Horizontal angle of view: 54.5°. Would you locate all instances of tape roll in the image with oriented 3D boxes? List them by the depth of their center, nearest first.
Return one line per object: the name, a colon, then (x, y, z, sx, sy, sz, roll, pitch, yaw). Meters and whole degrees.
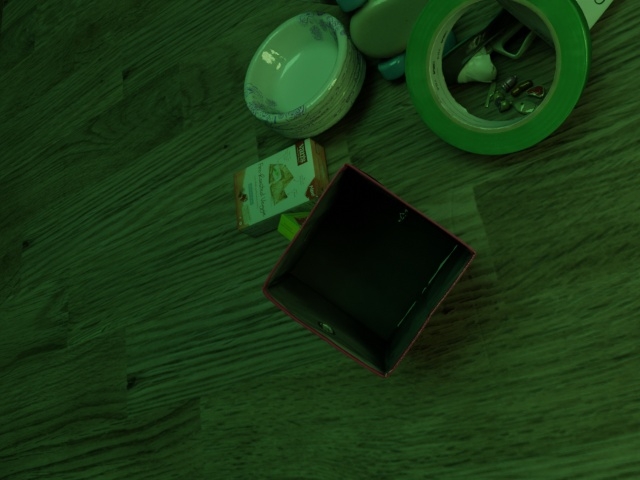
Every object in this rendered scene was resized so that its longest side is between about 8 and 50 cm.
tape roll: (0.315, -0.320, 1.124, 0.321, 0.077, 0.321, 12, 117, 25)

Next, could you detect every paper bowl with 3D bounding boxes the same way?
paper bowl: (-0.025, -0.368, 1.435, 0.284, 0.148, 0.284, -15, 64, 32)

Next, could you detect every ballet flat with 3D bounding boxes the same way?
ballet flat: (0.338, -0.382, 1.230, 0.280, 0.095, 0.096, -40, 68, 17)

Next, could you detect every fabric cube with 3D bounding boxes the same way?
fabric cube: (0.085, 0.042, 1.096, 0.254, 0.258, 0.259, 35, 97, 3)

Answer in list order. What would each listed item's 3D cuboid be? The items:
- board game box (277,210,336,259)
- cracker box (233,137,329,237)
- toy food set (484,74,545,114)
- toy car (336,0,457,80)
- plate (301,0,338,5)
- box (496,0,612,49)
board game box: (0.000, 0.000, 1.326, 0.181, 0.092, 0.043, 39, 123, 37)
cracker box: (-0.093, -0.120, 1.453, 0.232, 0.067, 0.156, -21, 63, 27)
toy food set: (0.381, -0.286, 1.209, 0.122, 0.019, 0.078, 12, 82, 37)
toy car: (0.174, -0.519, 1.357, 0.210, 0.219, 0.238, -21, 34, 29)
plate: (0.103, -0.591, 1.369, 0.278, 0.277, 0.045, -23, 94, 32)
box: (0.466, -0.540, 1.130, 0.232, 0.058, 0.322, 36, 98, -5)
